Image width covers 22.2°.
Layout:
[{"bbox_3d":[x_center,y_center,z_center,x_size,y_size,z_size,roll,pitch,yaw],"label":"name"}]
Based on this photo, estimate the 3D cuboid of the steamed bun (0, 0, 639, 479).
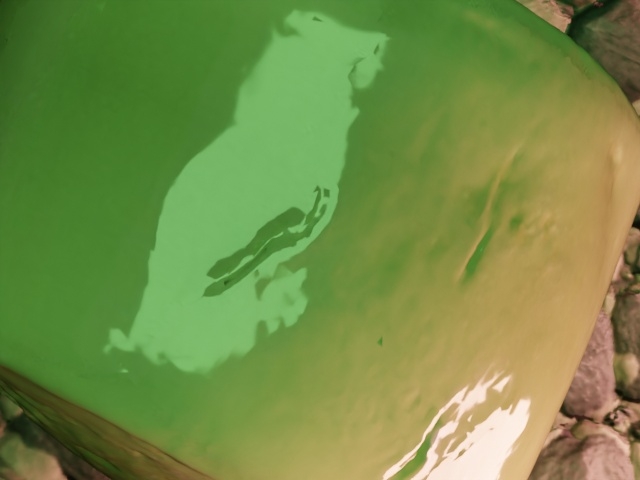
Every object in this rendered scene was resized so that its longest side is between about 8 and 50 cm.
[{"bbox_3d":[0.000,0.000,0.990,0.456,0.290,0.371,26,81,-38],"label":"steamed bun"}]
